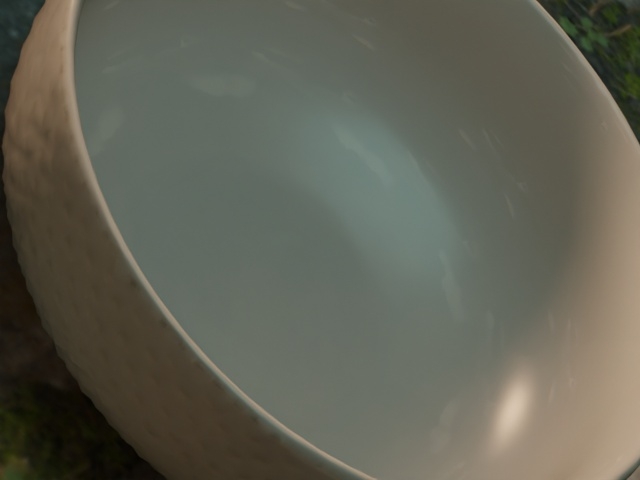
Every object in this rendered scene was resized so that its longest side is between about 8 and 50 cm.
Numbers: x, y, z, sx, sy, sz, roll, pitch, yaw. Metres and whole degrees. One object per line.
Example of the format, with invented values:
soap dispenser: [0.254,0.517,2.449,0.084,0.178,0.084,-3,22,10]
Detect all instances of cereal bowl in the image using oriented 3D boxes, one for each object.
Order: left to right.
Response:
cereal bowl: [0.000,0.000,0.897,0.339,0.141,0.339,21,49,-26]
